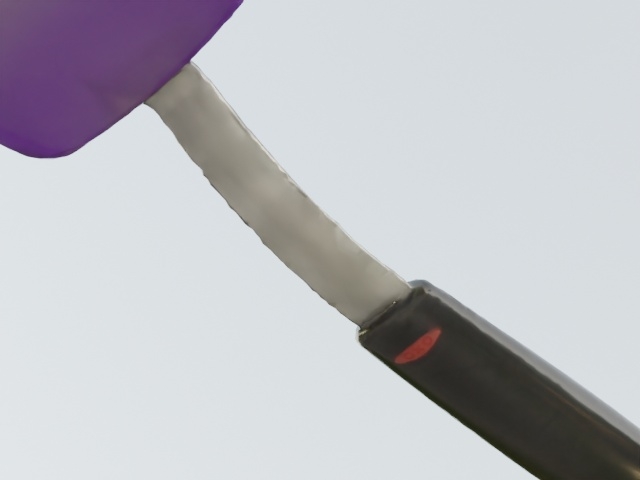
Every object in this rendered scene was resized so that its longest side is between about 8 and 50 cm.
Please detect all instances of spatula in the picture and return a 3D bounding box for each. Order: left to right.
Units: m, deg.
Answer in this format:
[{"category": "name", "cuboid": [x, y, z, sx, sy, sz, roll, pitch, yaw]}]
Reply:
[{"category": "spatula", "cuboid": [0.000, 0.000, 0.492, 0.084, 0.030, 0.296, -39, -62, 22]}]
